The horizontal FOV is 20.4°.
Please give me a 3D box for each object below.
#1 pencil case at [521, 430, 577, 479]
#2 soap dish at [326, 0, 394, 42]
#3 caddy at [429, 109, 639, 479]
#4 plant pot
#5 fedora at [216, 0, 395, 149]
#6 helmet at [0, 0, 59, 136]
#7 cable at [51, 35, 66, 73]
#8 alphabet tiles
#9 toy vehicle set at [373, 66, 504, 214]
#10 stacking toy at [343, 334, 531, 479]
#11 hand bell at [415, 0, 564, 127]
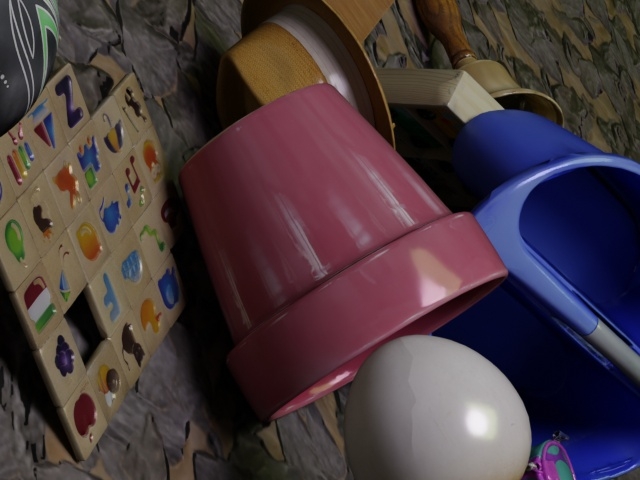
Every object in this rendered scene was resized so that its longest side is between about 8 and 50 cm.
[{"bbox_3d":[0.116,0.191,1.308,0.070,0.151,0.065,45,35,-43],"label":"pencil case"},{"bbox_3d":[-0.019,-0.332,1.564,0.291,0.118,0.229,51,30,-20],"label":"soap dish"},{"bbox_3d":[0.198,0.054,1.431,0.341,0.241,0.179,39,5,-38],"label":"caddy"},{"bbox_3d":[0.000,0.000,1.230,0.180,0.201,0.201,59,27,7],"label":"plant pot"},{"bbox_3d":[-0.025,-0.102,1.356,0.079,0.194,0.194,-29,92,-28],"label":"fedora"},{"bbox_3d":[-0.224,-0.123,0.966,0.169,0.161,0.169,28,45,-32],"label":"helmet"},{"bbox_3d":[-0.261,-0.215,1.144,0.139,0.072,0.287,-2,55,-42],"label":"cable"},{"bbox_3d":[-0.142,-0.008,1.126,0.237,0.009,0.198,-62,138,-58],"label":"alphabet tiles"},{"bbox_3d":[0.131,-0.063,1.547,0.267,0.166,0.035,39,69,-38],"label":"toy vehicle set"},{"bbox_3d":[0.139,0.282,1.090,0.480,0.350,0.350,62,27,9],"label":"stacking toy"},{"bbox_3d":[0.139,-0.181,1.756,0.126,0.126,0.242,33,27,-45],"label":"hand bell"}]
